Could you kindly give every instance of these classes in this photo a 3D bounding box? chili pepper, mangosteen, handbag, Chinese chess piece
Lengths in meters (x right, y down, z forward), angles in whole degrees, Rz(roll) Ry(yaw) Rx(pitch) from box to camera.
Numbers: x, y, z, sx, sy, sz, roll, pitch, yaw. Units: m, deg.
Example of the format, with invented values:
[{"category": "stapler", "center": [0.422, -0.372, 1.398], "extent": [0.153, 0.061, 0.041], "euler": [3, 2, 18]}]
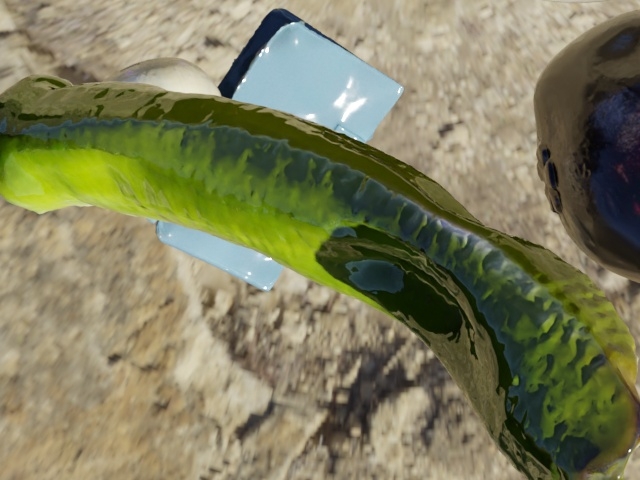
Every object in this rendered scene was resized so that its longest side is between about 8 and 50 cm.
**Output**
[{"category": "chili pepper", "center": [0.000, 0.000, 0.417], "extent": [0.202, 0.050, 0.052], "euler": [26, 132, 30]}, {"category": "mangosteen", "center": [0.352, -0.094, 1.578], "extent": [0.302, 0.275, 0.275], "euler": [-18, 102, 2]}, {"category": "handbag", "center": [-0.041, -0.075, 1.463], "extent": [0.144, 0.057, 0.221], "euler": [29, 98, -29]}, {"category": "Chinese chess piece", "center": [-0.135, -0.092, 1.352], "extent": [0.122, 0.122, 0.051], "euler": [-33, 64, 10]}]

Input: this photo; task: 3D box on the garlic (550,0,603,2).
[{"category": "garlic", "center": [0.161, -0.249, 0.989], "extent": [0.279, 0.132, 0.325], "euler": [-19, 122, 40]}]
